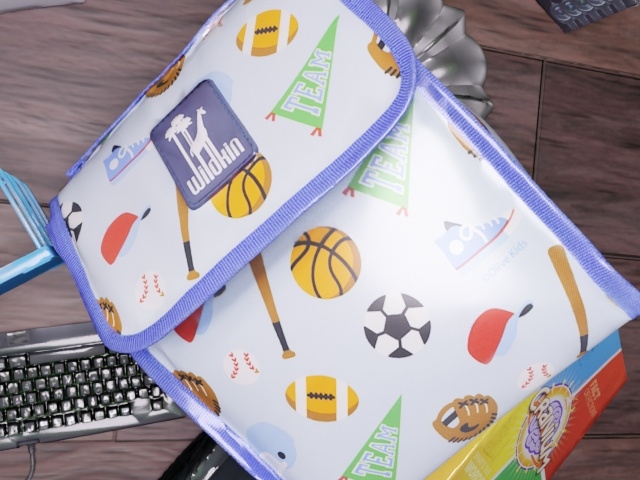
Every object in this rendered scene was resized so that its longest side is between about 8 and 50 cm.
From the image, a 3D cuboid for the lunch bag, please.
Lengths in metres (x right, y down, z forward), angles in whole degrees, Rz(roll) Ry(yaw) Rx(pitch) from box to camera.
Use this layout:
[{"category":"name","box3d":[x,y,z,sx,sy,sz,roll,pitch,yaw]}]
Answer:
[{"category":"lunch bag","box3d":[0.000,0.000,0.539,0.328,0.239,0.385,-42,93,12]}]

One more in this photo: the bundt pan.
[{"category":"bundt pan","box3d":[0.047,-0.156,0.703,0.331,0.124,0.330,0,91,-16]}]

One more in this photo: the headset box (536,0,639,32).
[{"category":"headset box","box3d":[0.328,-0.437,0.776,0.283,0.131,0.246,41,81,-15]}]

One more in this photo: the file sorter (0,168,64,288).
[{"category":"file sorter","box3d":[-0.309,-0.001,0.574,0.118,0.170,0.104,-29,96,-14]}]

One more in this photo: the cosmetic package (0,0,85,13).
[{"category":"cosmetic package","box3d":[-0.333,-0.280,0.528,0.225,0.224,0.138,-17,97,-16]}]

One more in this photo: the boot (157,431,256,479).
[{"category":"boot","box3d":[-0.043,0.275,0.700,0.246,0.094,0.207,-45,99,-18]}]

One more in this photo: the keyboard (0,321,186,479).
[{"category":"keyboard","box3d":[-0.299,0.193,0.654,0.317,0.033,0.201,-6,94,-16]}]

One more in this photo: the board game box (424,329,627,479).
[{"category":"board game box","box3d":[0.225,0.211,0.738,0.316,0.064,0.242,-47,136,-10]}]
